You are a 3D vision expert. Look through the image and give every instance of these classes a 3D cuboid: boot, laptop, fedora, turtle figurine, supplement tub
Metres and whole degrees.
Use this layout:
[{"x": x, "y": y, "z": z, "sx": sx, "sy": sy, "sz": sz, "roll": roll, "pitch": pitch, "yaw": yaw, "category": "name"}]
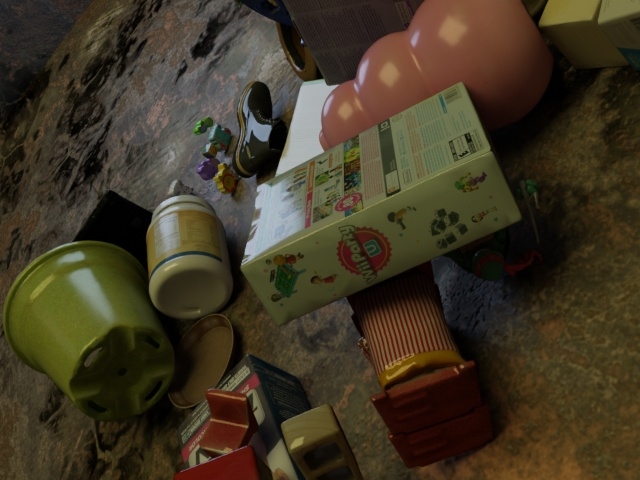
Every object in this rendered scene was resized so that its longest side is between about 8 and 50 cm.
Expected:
[{"x": -0.097, "y": -0.226, "z": 1.611, "sx": 0.137, "sy": 0.077, "sz": 0.198, "roll": -24, "pitch": 59, "yaw": 54, "category": "boot"}, {"x": -0.411, "y": 0.022, "z": 1.675, "sx": 0.136, "sy": 0.264, "sz": 0.234, "roll": 35, "pitch": 92, "yaw": 40, "category": "laptop"}, {"x": -0.022, "y": -0.397, "z": 1.624, "sx": 0.079, "sy": 0.194, "sz": 0.194, "roll": -22, "pitch": 32, "yaw": -15, "category": "fedora"}, {"x": 0.184, "y": -0.021, "z": 1.078, "sx": 0.175, "sy": 0.118, "sz": 0.234, "roll": -20, "pitch": 35, "yaw": 1, "category": "turtle figurine"}, {"x": -0.236, "y": 0.027, "z": 1.531, "sx": 0.144, "sy": 0.144, "sz": 0.200, "roll": -41, "pitch": 38, "yaw": 21, "category": "supplement tub"}]

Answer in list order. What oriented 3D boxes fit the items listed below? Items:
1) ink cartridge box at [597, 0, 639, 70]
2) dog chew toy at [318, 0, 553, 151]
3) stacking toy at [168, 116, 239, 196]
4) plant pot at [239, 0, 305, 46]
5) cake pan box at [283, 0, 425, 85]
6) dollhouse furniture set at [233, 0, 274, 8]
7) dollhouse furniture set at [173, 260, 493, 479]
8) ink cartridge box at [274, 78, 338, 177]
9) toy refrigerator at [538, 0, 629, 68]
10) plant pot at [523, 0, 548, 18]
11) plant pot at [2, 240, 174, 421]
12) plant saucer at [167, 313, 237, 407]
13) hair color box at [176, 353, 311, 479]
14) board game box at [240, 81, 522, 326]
[{"x": 0.433, "y": -0.268, "z": 1.001, "sx": 0.180, "sy": 0.104, "sz": 0.060, "roll": -6, "pitch": 58, "yaw": 47, "category": "ink cartridge box"}, {"x": 0.144, "y": -0.209, "z": 1.180, "sx": 0.332, "sy": 0.206, "sz": 0.207, "roll": -30, "pitch": 42, "yaw": 19, "category": "dog chew toy"}, {"x": -0.213, "y": -0.179, "z": 1.755, "sx": 0.167, "sy": 0.052, "sz": 0.221, "roll": -11, "pitch": 53, "yaw": 43, "category": "stacking toy"}, {"x": 0.006, "y": -0.477, "z": 1.422, "sx": 0.236, "sy": 0.212, "sz": 0.236, "roll": -22, "pitch": 48, "yaw": 35, "category": "plant pot"}, {"x": 0.081, "y": -0.353, "z": 1.288, "sx": 0.245, "sy": 0.267, "sz": 0.070, "roll": -7, "pitch": 56, "yaw": 22, "category": "cake pan box"}, {"x": -0.087, "y": -0.554, "z": 1.674, "sx": 0.151, "sy": 0.301, "sz": 0.197, "roll": -11, "pitch": 53, "yaw": 49, "category": "dollhouse furniture set"}, {"x": -0.006, "y": 0.181, "z": 1.007, "sx": 0.374, "sy": 0.152, "sz": 0.201, "roll": -21, "pitch": 42, "yaw": 2, "category": "dollhouse furniture set"}, {"x": 0.004, "y": -0.165, "z": 1.475, "sx": 0.171, "sy": 0.056, "sz": 0.235, "roll": 5, "pitch": 79, "yaw": 52, "category": "ink cartridge box"}, {"x": 0.390, "y": -0.369, "z": 1.134, "sx": 0.094, "sy": 0.102, "sz": 0.269, "roll": 10, "pitch": 71, "yaw": 53, "category": "toy refrigerator"}, {"x": 0.277, "y": -0.524, "z": 1.256, "sx": 0.280, "sy": 0.323, "sz": 0.323, "roll": -48, "pitch": 32, "yaw": -19, "category": "plant pot"}, {"x": -0.379, "y": 0.174, "z": 1.489, "sx": 0.276, "sy": 0.276, "sz": 0.254, "roll": -56, "pitch": 40, "yaw": 1, "category": "plant pot"}, {"x": -0.194, "y": 0.205, "z": 1.442, "sx": 0.168, "sy": 0.029, "sz": 0.168, "roll": -29, "pitch": 44, "yaw": 33, "category": "plant saucer"}, {"x": -0.070, "y": 0.331, "z": 1.129, "sx": 0.174, "sy": 0.105, "sz": 0.347, "roll": -48, "pitch": 36, "yaw": 13, "category": "hair color box"}, {"x": 0.065, "y": -0.048, "z": 1.025, "sx": 0.303, "sy": 0.097, "sz": 0.224, "roll": -24, "pitch": 25, "yaw": 14, "category": "board game box"}]
